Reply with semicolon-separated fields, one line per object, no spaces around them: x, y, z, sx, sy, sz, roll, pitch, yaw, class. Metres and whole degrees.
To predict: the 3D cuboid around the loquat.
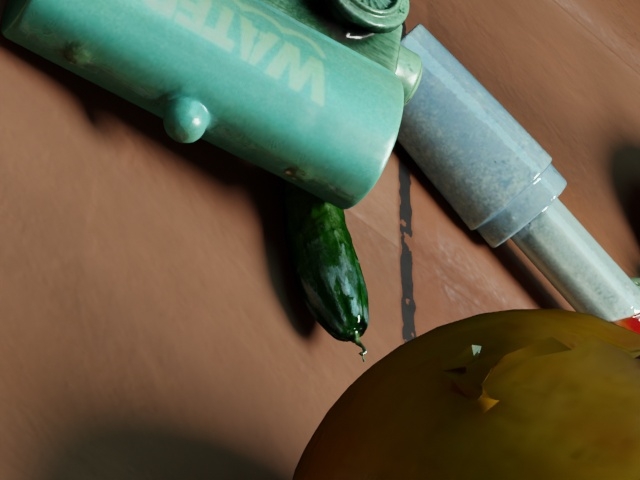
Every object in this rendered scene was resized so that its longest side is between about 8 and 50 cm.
0.100;0.142;0.795;0.235;0.235;0.235;35;32;-26;loquat

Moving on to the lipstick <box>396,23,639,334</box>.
0.132;-0.017;1.194;0.274;0.068;0.061;48;22;-3;lipstick

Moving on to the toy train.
-0.058;-0.112;0.991;0.248;0.101;0.159;27;47;-18;toy train

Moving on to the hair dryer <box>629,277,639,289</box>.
0.234;0.034;1.302;0.150;0.071;0.047;2;51;-35;hair dryer

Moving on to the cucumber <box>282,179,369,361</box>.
0.000;0.000;1.019;0.039;0.039;0.168;30;32;-34;cucumber
